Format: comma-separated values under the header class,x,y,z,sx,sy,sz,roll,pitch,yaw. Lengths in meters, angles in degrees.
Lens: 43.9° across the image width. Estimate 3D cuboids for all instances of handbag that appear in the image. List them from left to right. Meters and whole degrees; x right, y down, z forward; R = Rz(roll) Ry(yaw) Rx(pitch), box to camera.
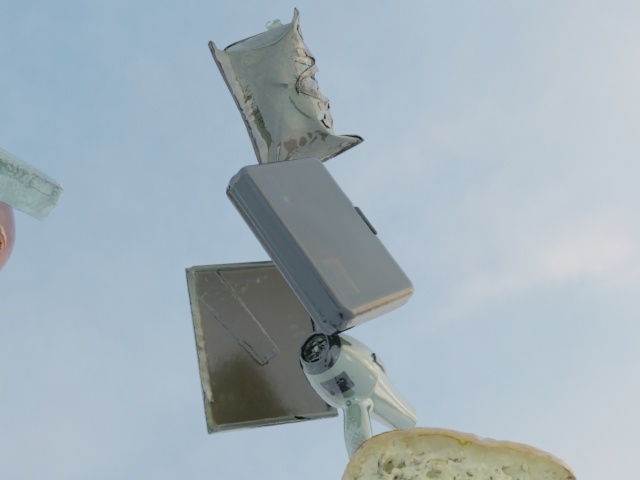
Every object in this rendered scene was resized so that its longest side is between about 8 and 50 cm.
class,x,y,z,sx,sy,sz,roll,pitch,yaw
handbag,-0.055,-0.227,1.274,0.182,0.117,0.271,-22,-93,-1

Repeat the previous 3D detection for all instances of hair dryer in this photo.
class,x,y,z,sx,sy,sz,roll,pitch,yaw
hair dryer,0.073,0.249,0.978,0.092,0.267,0.229,-27,-28,20

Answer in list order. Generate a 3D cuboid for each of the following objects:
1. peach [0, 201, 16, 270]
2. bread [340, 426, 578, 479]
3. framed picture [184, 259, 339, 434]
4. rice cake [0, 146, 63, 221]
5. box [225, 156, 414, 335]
class,x,y,z,sx,sy,sz,roll,pitch,yaw
peach,-0.589,-0.039,1.247,0.199,0.243,0.244,-26,-59,-8
bread,0.086,0.251,0.553,0.174,0.121,0.246,4,-72,-6
framed picture,-0.095,0.155,1.241,0.208,0.281,0.019,-3,-30,-15
rice cake,-0.458,-0.095,1.133,0.069,0.063,0.206,-51,-44,0
box,0.000,0.000,0.959,0.160,0.230,0.050,-15,-27,-49
